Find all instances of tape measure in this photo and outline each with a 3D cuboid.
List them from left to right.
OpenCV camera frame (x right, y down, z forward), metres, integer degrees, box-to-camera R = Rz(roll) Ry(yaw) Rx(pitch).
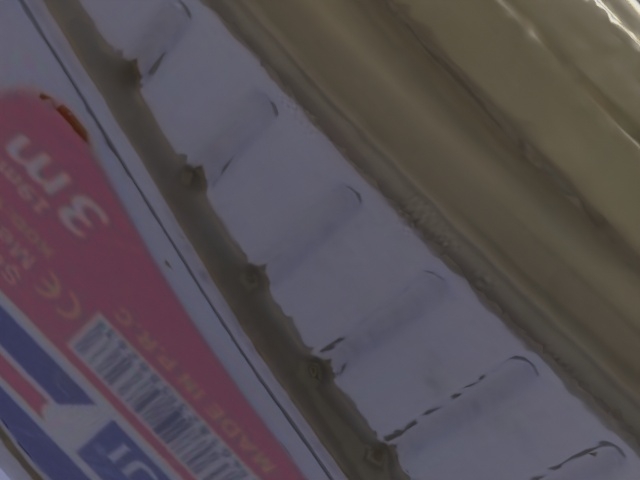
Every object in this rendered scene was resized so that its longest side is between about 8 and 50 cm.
[{"bbox_3d":[0.000,0.000,0.420,0.258,0.265,0.130,45,-130,-3],"label":"tape measure"}]
